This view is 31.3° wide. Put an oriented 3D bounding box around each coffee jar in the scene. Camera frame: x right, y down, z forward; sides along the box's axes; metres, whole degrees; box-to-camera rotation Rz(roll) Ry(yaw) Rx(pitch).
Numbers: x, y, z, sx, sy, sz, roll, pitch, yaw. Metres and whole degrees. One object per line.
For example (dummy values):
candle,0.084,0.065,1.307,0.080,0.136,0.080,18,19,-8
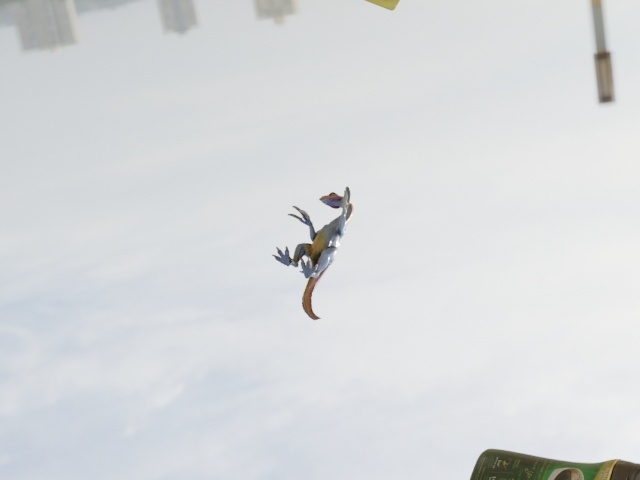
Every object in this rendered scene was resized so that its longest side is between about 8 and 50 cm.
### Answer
coffee jar,0.235,0.255,1.099,0.184,0.079,0.096,-3,-129,39

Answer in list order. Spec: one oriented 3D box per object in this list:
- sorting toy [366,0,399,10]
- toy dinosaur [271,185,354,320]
sorting toy,-0.012,-0.186,0.331,0.132,0.274,0.046,4,-127,7
toy dinosaur,0.000,0.000,0.859,0.047,0.090,0.082,13,-152,30
